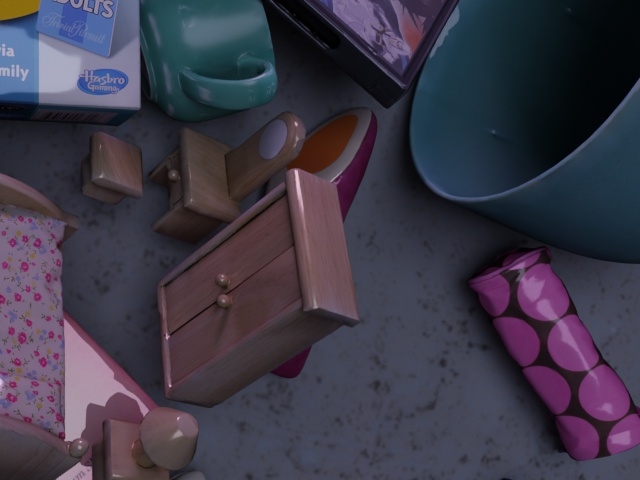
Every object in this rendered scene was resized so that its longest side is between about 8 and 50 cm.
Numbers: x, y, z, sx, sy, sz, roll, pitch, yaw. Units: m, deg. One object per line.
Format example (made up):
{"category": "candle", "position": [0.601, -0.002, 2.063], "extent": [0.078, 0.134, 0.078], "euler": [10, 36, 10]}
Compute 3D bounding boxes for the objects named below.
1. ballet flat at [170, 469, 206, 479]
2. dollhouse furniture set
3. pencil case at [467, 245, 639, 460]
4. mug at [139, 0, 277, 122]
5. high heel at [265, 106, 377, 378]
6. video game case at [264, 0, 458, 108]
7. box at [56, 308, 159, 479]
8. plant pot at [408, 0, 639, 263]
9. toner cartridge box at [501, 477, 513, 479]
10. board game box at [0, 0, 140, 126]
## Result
{"category": "ballet flat", "position": [-0.084, 0.252, 0.836], "extent": [0.316, 0.107, 0.106], "euler": [19, 47, -22]}
{"category": "dollhouse furniture set", "position": [-0.166, -0.016, 0.660], "extent": [0.355, 0.174, 0.303], "euler": [21, 46, -38]}
{"category": "pencil case", "position": [0.219, 0.101, 0.940], "extent": [0.095, 0.098, 0.209], "euler": [-27, 97, 28]}
{"category": "mug", "position": [-0.100, -0.162, 0.820], "extent": [0.097, 0.158, 0.129], "euler": [-17, 98, -14]}
{"category": "high heel", "position": [0.000, 0.000, 0.898], "extent": [0.117, 0.082, 0.244], "euler": [51, 57, -39]}
{"category": "video game case", "position": [0.017, -0.274, 0.860], "extent": [0.248, 0.035, 0.275], "euler": [40, 46, -11]}
{"category": "box", "position": [-0.257, 0.097, 0.771], "extent": [0.148, 0.127, 0.232], "euler": [-45, 100, -14]}
{"category": "plant pot", "position": [0.261, -0.113, 0.872], "extent": [0.235, 0.293, 0.293], "euler": [28, 78, -28]}
{"category": "toner cartridge box", "position": [0.103, 0.389, 0.891], "extent": [0.348, 0.075, 0.165], "euler": [-38, 97, -16]}
{"category": "board game box", "position": [-0.259, -0.256, 0.702], "extent": [0.254, 0.079, 0.336], "euler": [0, 87, -24]}
